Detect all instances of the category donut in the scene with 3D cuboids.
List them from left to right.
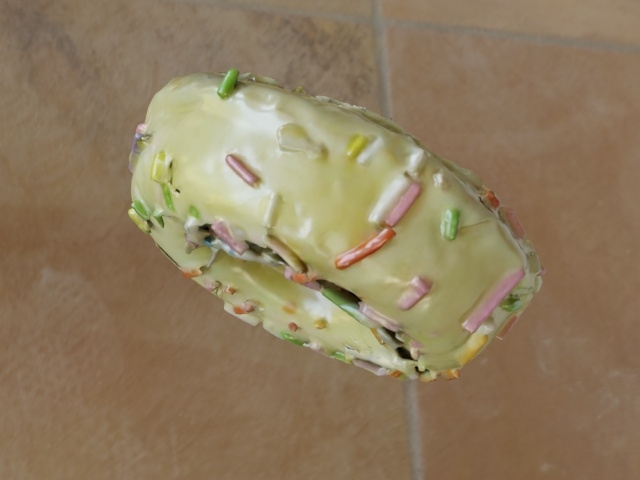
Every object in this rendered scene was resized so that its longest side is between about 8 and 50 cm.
[{"bbox_3d":[0.000,0.000,0.458,0.174,0.174,0.068,30,76,-6],"label":"donut"}]
